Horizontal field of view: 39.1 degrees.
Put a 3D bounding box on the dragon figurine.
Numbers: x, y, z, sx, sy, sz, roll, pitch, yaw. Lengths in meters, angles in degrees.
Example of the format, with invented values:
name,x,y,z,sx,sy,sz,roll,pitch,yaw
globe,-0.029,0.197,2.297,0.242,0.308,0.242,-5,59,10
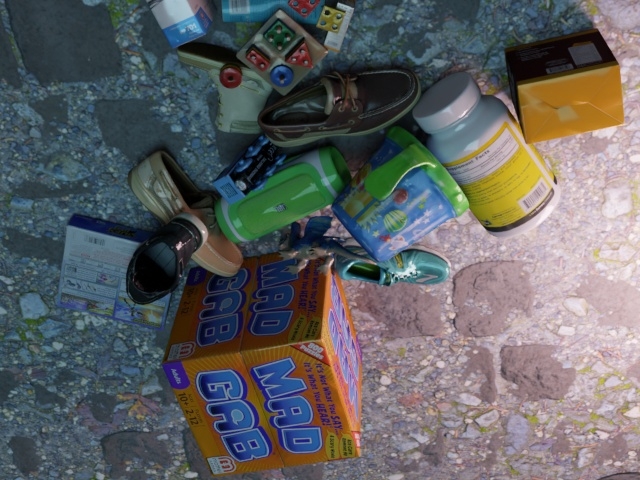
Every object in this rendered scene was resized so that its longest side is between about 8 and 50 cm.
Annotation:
name,x,y,z,sx,sy,sz,roll,pitch,yaw
dragon figurine,0.000,0.000,2.011,0.289,0.144,0.085,-6,131,34

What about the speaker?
name,x,y,z,sx,sy,sz,roll,pitch,yaw
speaker,-0.082,-0.100,1.992,0.296,0.131,0.131,-24,119,18

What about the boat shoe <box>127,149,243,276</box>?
name,x,y,z,sx,sy,sz,roll,pitch,yaw
boat shoe,-0.282,-0.055,2.035,0.110,0.121,0.341,-33,114,23

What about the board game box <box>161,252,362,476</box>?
name,x,y,z,sx,sy,sz,roll,pitch,yaw
board game box,-0.115,0.277,2.102,0.356,0.356,0.356,-10,122,10

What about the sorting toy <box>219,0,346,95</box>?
name,x,y,z,sx,sy,sz,roll,pitch,yaw
sorting toy,-0.070,-0.370,1.778,0.132,0.046,0.274,37,116,-25

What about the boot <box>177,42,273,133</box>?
name,x,y,z,sx,sy,sz,roll,pitch,yaw
boot,-0.208,-0.315,1.889,0.213,0.077,0.165,15,125,-7

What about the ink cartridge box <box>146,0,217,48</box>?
name,x,y,z,sx,sy,sz,roll,pitch,yaw
ink cartridge box,-0.286,-0.490,1.738,0.082,0.139,0.190,-17,121,15

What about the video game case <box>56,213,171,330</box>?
name,x,y,z,sx,sy,sz,roll,pitch,yaw
video game case,-0.485,0.079,2.170,0.269,0.061,0.244,14,122,-6

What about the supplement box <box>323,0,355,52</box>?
name,x,y,z,sx,sy,sz,roll,pitch,yaw
supplement box,0.037,-0.435,1.802,0.036,0.062,0.098,17,122,-6

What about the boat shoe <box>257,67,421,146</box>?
name,x,y,z,sx,sy,sz,roll,pitch,yaw
boat shoe,0.035,-0.281,1.839,0.342,0.123,0.123,-12,78,10

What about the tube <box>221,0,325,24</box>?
name,x,y,z,sx,sy,sz,roll,pitch,yaw
tube,-0.093,-0.467,1.800,0.207,0.052,0.080,-2,128,-2

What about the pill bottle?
name,x,y,z,sx,sy,sz,roll,pitch,yaw
pill bottle,0.341,-0.179,1.878,0.188,0.188,0.334,-31,116,21

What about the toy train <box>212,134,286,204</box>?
name,x,y,z,sx,sy,sz,roll,pitch,yaw
toy train,-0.149,-0.158,1.931,0.105,0.184,0.080,-21,115,38

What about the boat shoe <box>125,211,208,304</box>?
name,x,y,z,sx,sy,sz,roll,pitch,yaw
boat shoe,-0.369,0.067,2.005,0.127,0.113,0.340,46,134,-8

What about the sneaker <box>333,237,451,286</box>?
name,x,y,z,sx,sy,sz,roll,pitch,yaw
sneaker,0.167,0.072,2.099,0.275,0.110,0.107,5,123,0

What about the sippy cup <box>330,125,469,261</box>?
name,x,y,z,sx,sy,sz,roll,pitch,yaw
sippy cup,0.152,-0.082,1.886,0.224,0.240,0.305,-42,128,-1

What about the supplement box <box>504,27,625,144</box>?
name,x,y,z,sx,sy,sz,roll,pitch,yaw
supplement box,0.477,-0.307,1.781,0.191,0.194,0.129,-11,122,10
